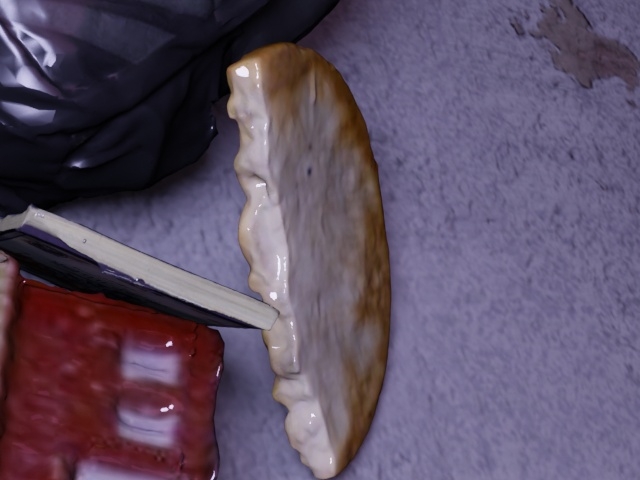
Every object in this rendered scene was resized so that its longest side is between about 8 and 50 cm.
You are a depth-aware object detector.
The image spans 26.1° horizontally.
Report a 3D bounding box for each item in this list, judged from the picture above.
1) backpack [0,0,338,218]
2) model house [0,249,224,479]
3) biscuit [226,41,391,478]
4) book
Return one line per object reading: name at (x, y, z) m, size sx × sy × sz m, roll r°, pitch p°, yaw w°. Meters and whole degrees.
backpack at (-0.152, -0.229, 1.004) m, size 0.446 × 0.255 × 0.363 m, roll -33°, pitch 87°, yaw -36°
model house at (-0.204, 0.123, 0.794) m, size 0.254 × 0.160 × 0.196 m, roll 20°, pitch 51°, yaw -22°
biscuit at (0.000, 0.000, 1.014) m, size 0.204 × 0.040 × 0.308 m, roll -41°, pitch 124°, yaw -62°
book at (-0.138, 0.022, 0.870) m, size 0.157 × 0.231 × 0.026 m, roll 25°, pitch 79°, yaw -21°
